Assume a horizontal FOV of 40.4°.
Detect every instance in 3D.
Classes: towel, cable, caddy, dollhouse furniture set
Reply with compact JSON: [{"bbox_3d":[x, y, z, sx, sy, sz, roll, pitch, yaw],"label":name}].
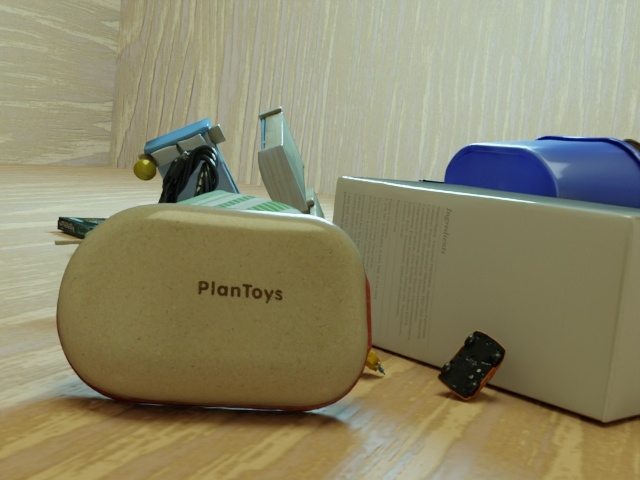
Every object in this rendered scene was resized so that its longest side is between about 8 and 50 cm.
[{"bbox_3d":[-0.179,-0.010,1.210,0.248,0.038,0.325,-21,17,-26],"label":"towel"},{"bbox_3d":[-0.235,-0.079,1.521,0.047,0.184,0.150,32,-9,-37],"label":"cable"},{"bbox_3d":[0.296,-0.012,1.115,0.179,0.241,0.341,-3,9,-19],"label":"caddy"},{"bbox_3d":[-0.175,-0.073,1.672,0.303,0.286,0.198,-18,28,8],"label":"dollhouse furniture set"}]

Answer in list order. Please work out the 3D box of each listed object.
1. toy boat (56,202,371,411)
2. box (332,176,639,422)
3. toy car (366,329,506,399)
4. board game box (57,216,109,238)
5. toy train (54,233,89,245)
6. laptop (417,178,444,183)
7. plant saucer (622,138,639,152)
[{"bbox_3d":[-0.083,0.061,0.670,0.231,0.151,0.151,5,-24,-12],"label":"toy boat"},{"bbox_3d":[0.197,0.039,0.861,0.215,0.168,0.345,1,7,-41],"label":"box"},{"bbox_3d":[0.096,0.099,0.747,0.122,0.060,0.040,16,-22,25],"label":"toy car"},{"bbox_3d":[-0.348,-0.015,1.473,0.126,0.026,0.186,0,9,-40],"label":"board game box"},{"bbox_3d":[-0.144,0.041,0.888,0.248,0.105,0.143,4,20,-17],"label":"toy train"},{"bbox_3d":[0.215,-0.039,1.627,0.136,0.264,0.234,44,8,7],"label":"laptop"},{"bbox_3d":[0.488,0.001,1.205,0.050,0.310,0.310,-36,-20,34],"label":"plant saucer"}]
